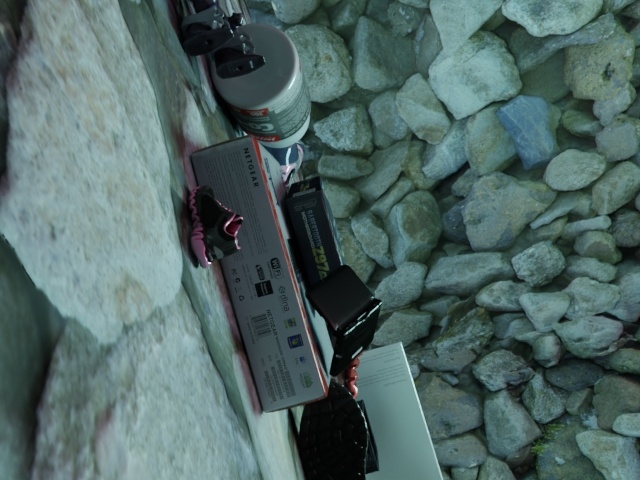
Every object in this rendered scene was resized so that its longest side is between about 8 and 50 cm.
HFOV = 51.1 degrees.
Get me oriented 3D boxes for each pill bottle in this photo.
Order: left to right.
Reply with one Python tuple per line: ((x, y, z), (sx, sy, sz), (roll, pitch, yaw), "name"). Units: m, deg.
((-0.104, -0.286, 1.310), (0.283, 0.161, 0.161), (60, 14, -78), "pill bottle")

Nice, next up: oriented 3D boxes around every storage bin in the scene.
((0.071, 0.433, 1.469), (0.180, 0.084, 0.122), (16, 58, -88), "storage bin")

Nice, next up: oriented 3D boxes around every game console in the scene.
((0.028, 0.108, 0.925), (0.122, 0.071, 0.107), (-30, 137, -54), "game console")

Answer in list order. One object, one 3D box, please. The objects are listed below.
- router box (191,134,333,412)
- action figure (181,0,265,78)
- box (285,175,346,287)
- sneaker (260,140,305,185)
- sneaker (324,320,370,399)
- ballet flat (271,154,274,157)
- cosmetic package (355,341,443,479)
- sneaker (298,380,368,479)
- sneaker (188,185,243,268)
((-0.069, 0.040, 0.958), (0.301, 0.082, 0.336), (-15, 89, -87), "router box")
((-0.180, -0.389, 1.092), (0.185, 0.099, 0.285), (53, 15, -56), "action figure")
((0.000, 0.000, 1.070), (0.233, 0.059, 0.184), (-88, 162, -80), "box")
((-0.101, -0.199, 1.703), (0.319, 0.112, 0.131), (-7, 98, -84), "sneaker")
((0.010, 0.250, 1.212), (0.097, 0.135, 0.276), (-160, -103, -79), "sneaker")
((-0.121, -0.141, 1.200), (0.188, 0.070, 0.070), (-108, -179, -73), "ballet flat")
((0.156, 0.464, 1.652), (0.156, 0.217, 0.385), (61, 15, -77), "cosmetic package")
((0.023, 0.364, 1.043), (0.124, 0.107, 0.283), (126, -47, -75), "sneaker")
((-0.112, -0.021, 0.733), (0.119, 0.057, 0.047), (-105, 175, -46), "sneaker")
